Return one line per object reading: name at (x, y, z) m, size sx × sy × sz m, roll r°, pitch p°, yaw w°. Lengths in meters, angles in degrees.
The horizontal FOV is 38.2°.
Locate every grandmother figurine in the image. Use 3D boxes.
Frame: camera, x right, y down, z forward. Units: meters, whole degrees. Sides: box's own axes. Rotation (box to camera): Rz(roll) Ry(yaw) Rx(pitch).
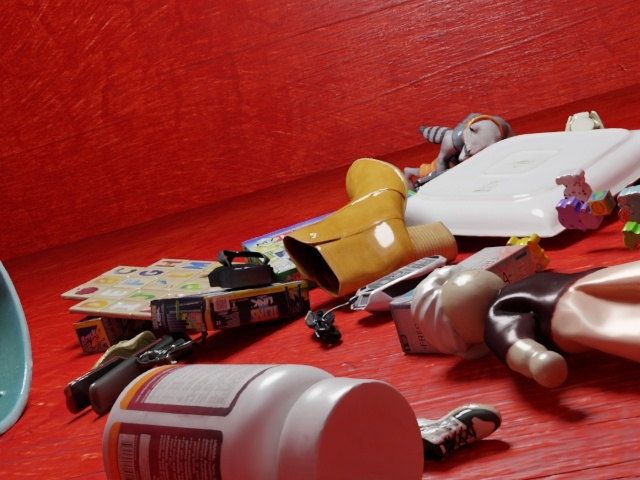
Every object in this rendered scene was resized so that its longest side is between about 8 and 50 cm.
grandmother figurine at (0.221, 0.057, 0.780) m, size 0.207 × 0.104 × 0.342 m, roll -13°, pitch 7°, yaw -43°

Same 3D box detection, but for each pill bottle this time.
pill bottle at (-0.045, 0.146, 0.641) m, size 0.221 × 0.121 × 0.121 m, roll -7°, pitch 13°, yaw 45°

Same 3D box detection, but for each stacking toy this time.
stacking toy at (0.346, -0.034, 1.100) m, size 0.221 × 0.052 × 0.167 m, roll -9°, pitch 29°, yaw 47°

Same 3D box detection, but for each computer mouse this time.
computer mouse at (0.075, 0.074, 1.130) m, size 0.192 × 0.042 × 0.106 m, roll -24°, pitch 6°, yaw -10°

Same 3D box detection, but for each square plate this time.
square plate at (0.314, -0.098, 1.409) m, size 0.344 × 0.049 × 0.347 m, roll -30°, pitch 20°, yaw -33°

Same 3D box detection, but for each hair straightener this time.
hair straightener at (-0.208, 0.160, 1.157) m, size 0.089 × 0.047 × 0.230 m, roll -4°, pitch 10°, yaw 33°

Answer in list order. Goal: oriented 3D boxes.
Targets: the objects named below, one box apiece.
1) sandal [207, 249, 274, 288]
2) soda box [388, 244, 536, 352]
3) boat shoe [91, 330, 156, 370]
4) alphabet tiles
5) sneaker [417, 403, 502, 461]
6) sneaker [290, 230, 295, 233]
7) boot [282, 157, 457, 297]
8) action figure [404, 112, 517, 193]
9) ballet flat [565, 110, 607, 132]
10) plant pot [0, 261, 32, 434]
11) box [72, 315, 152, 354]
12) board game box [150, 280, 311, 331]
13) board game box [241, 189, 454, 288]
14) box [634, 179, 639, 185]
sandal at (-0.110, 0.037, 1.336) m, size 0.097 × 0.055 × 0.254 m, roll -7°, pitch -1°, yaw -12°
soda box at (0.158, 0.060, 0.994) m, size 0.183 × 0.058 × 0.063 m, roll -24°, pitch 12°, yaw -41°
boat shoe at (-0.262, 0.161, 1.214) m, size 0.045 × 0.050 × 0.135 m, roll -24°, pitch 2°, yaw 24°
alphabet tiles at (-0.233, 0.076, 1.511) m, size 0.342 × 0.011 × 0.285 m, roll 2°, pitch 16°, yaw 22°
sneaker at (0.096, 0.148, 0.686) m, size 0.083 × 0.032 × 0.037 m, roll -20°, pitch 22°, yaw 15°
sneaker at (0.000, 0.000, 1.409) m, size 0.109 × 0.044 × 0.040 m, roll -9°, pitch 16°, yaw 11°
boot at (0.038, -0.027, 1.333) m, size 0.211 × 0.104 × 0.295 m, roll -12°, pitch 34°, yaw -24°
action figure at (0.258, -0.173, 1.877) m, size 0.341 × 0.179 × 0.330 m, roll -17°, pitch -1°, yaw -15°
ballet flat at (0.487, -0.178, 1.673) m, size 0.107 × 0.106 × 0.316 m, roll -15°, pitch 9°, yaw 15°
plant pot at (-0.601, 0.143, 1.150) m, size 0.334 × 0.341 × 0.341 m, roll -23°, pitch 8°, yaw 11°
box at (-0.321, 0.127, 1.494) m, size 0.059 × 0.054 × 0.169 m, roll -13°, pitch 9°, yaw 25°
board game box at (-0.122, 0.090, 1.257) m, size 0.170 × 0.048 × 0.141 m, roll -7°, pitch -1°, yaw -42°
board game box at (0.048, -0.003, 1.528) m, size 0.317 × 0.046 × 0.213 m, roll -19°, pitch 19°, yaw -15°
box at (0.581, -0.126, 1.340) m, size 0.159 × 0.044 × 0.233 m, roll -25°, pitch 10°, yaw -11°
